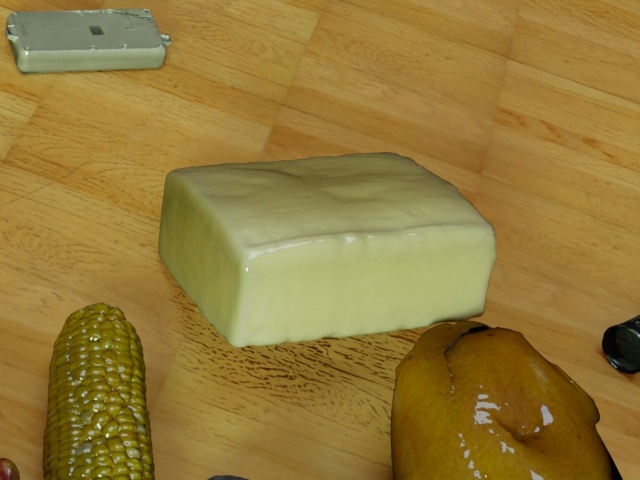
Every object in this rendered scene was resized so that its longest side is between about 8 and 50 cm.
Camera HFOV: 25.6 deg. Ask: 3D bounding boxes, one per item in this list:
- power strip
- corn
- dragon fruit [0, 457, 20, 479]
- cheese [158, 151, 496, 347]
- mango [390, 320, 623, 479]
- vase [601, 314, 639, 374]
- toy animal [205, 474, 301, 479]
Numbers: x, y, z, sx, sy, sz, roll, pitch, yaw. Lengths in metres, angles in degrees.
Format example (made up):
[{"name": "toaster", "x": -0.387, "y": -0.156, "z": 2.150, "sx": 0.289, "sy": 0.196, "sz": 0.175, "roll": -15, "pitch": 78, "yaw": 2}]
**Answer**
[{"name": "power strip", "x": -0.272, "y": -0.235, "z": 1.644, "sx": 0.192, "sy": 0.035, "sz": 0.081, "roll": -6, "pitch": 48, "yaw": -25}, {"name": "corn", "x": -0.191, "y": 0.180, "z": 1.214, "sx": 0.102, "sy": 0.102, "sz": 0.313, "roll": 2, "pitch": 43, "yaw": -18}, {"name": "dragon fruit", "x": -0.294, "y": 0.217, "z": 1.161, "sx": 0.126, "sy": 0.068, "sz": 0.112, "roll": 31, "pitch": 47, "yaw": 13}, {"name": "cheese", "x": 0.000, "y": 0.000, "z": 1.392, "sx": 0.266, "sy": 0.123, "sz": 0.242, "roll": -5, "pitch": 20, "yaw": -23}, {"name": "mango", "x": 0.159, "y": 0.201, "z": 1.274, "sx": 0.201, "sy": 0.152, "sz": 0.287, "roll": 6, "pitch": 45, "yaw": -19}, {"name": "vase", "x": 0.376, "y": 0.084, "z": 1.537, "sx": 0.059, "sy": 0.059, "sz": 0.167, "roll": 42, "pitch": 47, "yaw": 22}, {"name": "toy animal", "x": -0.056, "y": 0.241, "z": 1.132, "sx": 0.195, "sy": 0.090, "sz": 0.324, "roll": 6, "pitch": 6, "yaw": 27}]
